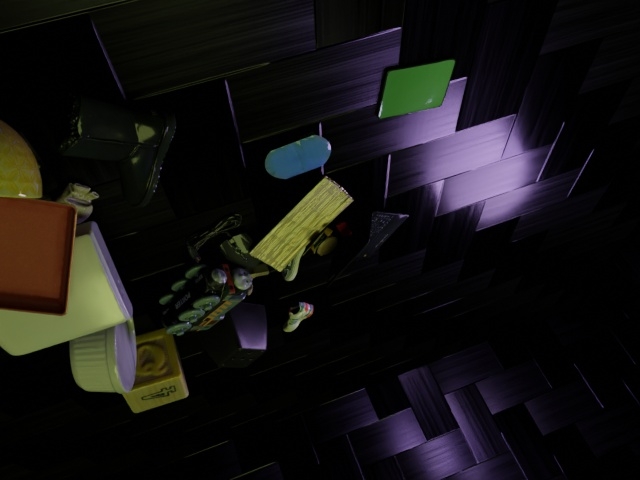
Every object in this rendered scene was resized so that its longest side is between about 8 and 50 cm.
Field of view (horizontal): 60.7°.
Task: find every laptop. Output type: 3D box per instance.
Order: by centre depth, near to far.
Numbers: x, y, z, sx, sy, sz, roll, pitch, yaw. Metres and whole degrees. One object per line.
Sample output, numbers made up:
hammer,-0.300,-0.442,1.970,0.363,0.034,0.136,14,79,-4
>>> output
laptop,0.153,0.029,1.745,0.264,0.137,0.234,3,140,-40

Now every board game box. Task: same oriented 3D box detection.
board game box,-0.058,-0.215,1.352,0.168,0.033,0.133,-20,154,3

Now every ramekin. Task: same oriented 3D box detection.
ramekin,-0.609,0.300,1.540,0.127,0.273,0.273,-5,145,-8

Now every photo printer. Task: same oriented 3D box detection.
photo printer,-0.623,0.115,1.246,0.307,0.107,0.256,-17,113,-8

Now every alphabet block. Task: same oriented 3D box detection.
alphabet block,-0.563,0.434,1.825,0.193,0.192,0.197,-16,147,-16

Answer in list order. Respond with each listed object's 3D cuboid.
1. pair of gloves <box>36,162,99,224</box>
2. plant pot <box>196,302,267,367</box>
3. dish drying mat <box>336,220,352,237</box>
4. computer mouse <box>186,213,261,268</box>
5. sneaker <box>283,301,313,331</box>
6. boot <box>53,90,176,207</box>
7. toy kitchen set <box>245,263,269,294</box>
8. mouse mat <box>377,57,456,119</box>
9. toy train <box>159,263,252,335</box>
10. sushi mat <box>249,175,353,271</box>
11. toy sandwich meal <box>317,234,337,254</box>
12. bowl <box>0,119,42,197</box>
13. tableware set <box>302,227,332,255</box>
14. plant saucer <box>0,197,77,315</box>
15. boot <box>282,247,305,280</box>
pair of gloves,-0.621,-0.074,1.174,0.204,0.042,0.240,-34,148,16
plant pot,-0.289,0.335,1.883,0.187,0.167,0.188,-42,145,27
dish drying mat,0.075,-0.035,1.728,0.032,0.008,0.083,-28,149,5
computer mouse,-0.265,0.040,1.562,0.184,0.060,0.262,-25,148,0
sneaker,-0.102,0.281,2.045,0.075,0.057,0.161,29,123,-33
boot,-0.426,-0.176,1.099,0.207,0.094,0.246,1,134,-40
toy kitchen set,-0.202,0.128,1.726,0.075,0.068,0.083,-11,146,-21
mouse mat,0.234,-0.370,1.341,0.189,0.007,0.153,-16,147,-16
toy train,-0.343,0.174,1.624,0.190,0.142,0.334,1,149,-44
sushi mat,-0.052,-0.042,1.562,0.316,0.019,0.151,-44,137,13
toy sandwich meal,0.018,0.013,1.737,0.085,0.029,0.086,-29,148,-20
bowl,-0.613,-0.164,0.906,0.289,0.289,0.156,5,95,-39
tableware set,0.000,0.000,1.639,0.104,0.024,0.154,-49,180,-23
plant saucer,-0.641,0.019,1.117,0.259,0.048,0.258,9,111,-15
boot,-0.111,0.053,1.688,0.086,0.069,0.190,-1,133,-25
